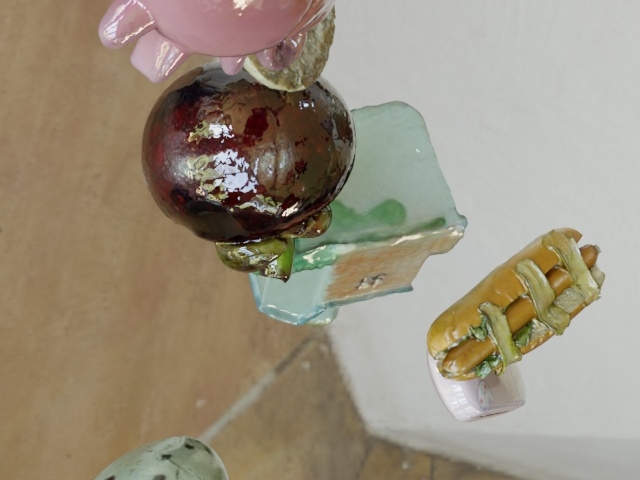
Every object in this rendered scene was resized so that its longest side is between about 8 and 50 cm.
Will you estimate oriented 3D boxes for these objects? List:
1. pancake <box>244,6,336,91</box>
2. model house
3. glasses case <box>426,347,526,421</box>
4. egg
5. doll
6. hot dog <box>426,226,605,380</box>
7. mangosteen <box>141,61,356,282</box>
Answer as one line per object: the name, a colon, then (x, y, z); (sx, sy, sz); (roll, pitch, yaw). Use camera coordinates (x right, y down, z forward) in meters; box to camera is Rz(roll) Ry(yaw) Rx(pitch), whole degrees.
pancake: (-0.028, -0.194, 0.990); (0.151, 0.025, 0.152); (-13, 106, -53)
model house: (0.000, 0.000, 1.598); (0.267, 0.325, 0.194); (-10, 63, -16)
glasses case: (0.218, 0.186, 1.704); (0.297, 0.075, 0.113); (9, 57, -66)
egg: (-0.134, 0.233, 1.016); (0.164, 0.131, 0.131); (-49, 123, -49)
doll: (-0.035, -0.176, 0.591); (0.211, 0.093, 0.262); (-45, 149, -13)
hot dog: (0.230, 0.080, 1.447); (0.269, 0.072, 0.109); (-36, 105, -22)
mangosteen: (-0.075, -0.075, 1.235); (0.216, 0.216, 0.216); (7, 81, -50)
